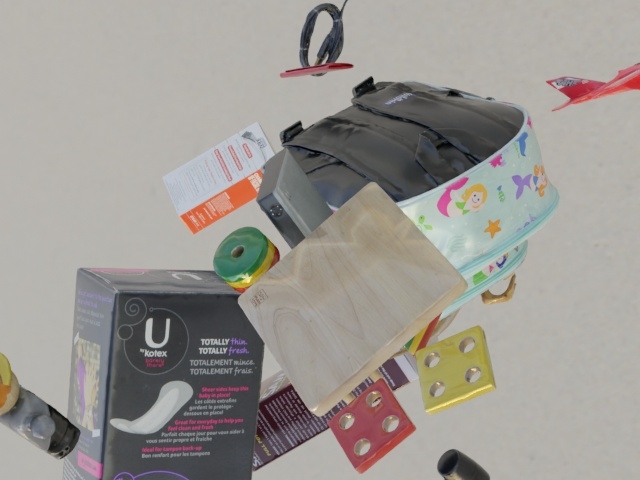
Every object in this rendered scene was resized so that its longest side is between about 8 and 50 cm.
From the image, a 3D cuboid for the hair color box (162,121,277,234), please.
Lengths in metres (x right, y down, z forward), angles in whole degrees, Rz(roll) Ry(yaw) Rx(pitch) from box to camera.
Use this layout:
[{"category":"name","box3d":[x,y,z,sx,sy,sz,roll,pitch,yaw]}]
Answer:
[{"category":"hair color box","box3d":[-0.140,-0.092,1.941,0.053,0.167,0.093,56,-175,-48]}]

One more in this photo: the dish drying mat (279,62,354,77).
[{"category":"dish drying mat","box3d":[-0.005,-0.168,1.292,0.083,0.032,0.008,0,96,54]}]

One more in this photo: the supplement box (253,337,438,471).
[{"category":"supplement box","box3d":[0.012,0.165,1.530,0.239,0.130,0.073,-33,94,20]}]

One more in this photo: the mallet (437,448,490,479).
[{"category":"mallet","box3d":[0.123,0.325,1.568,0.190,0.062,0.039,-49,27,21]}]

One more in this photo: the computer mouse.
[{"category":"computer mouse","box3d":[0.045,-0.300,1.532,0.242,0.071,0.041,-57,12,7]}]

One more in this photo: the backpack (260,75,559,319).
[{"category":"backpack","box3d":[0.092,-0.039,1.222,0.253,0.225,0.191,17,135,62]}]

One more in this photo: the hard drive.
[{"category":"hard drive","box3d":[0.000,0.000,1.044,0.135,0.022,0.094,54,-163,-18]}]

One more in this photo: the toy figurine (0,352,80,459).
[{"category":"toy figurine","box3d":[-0.325,0.223,1.157,0.148,0.213,0.210,49,-153,-49]}]

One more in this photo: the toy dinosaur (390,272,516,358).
[{"category":"toy dinosaur","box3d":[0.151,0.041,1.412,0.064,0.112,0.212,61,-140,-70]}]

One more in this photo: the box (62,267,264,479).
[{"category":"box","box3d":[-0.163,0.171,1.343,0.143,0.165,0.270,21,106,63]}]

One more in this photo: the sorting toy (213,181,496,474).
[{"category":"sorting toy","box3d":[0.030,0.050,0.903,0.046,0.132,0.274,47,-177,-41]}]

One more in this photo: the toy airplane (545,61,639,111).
[{"category":"toy airplane","box3d":[0.265,-0.141,1.167,0.151,0.151,0.028,2,115,59]}]
